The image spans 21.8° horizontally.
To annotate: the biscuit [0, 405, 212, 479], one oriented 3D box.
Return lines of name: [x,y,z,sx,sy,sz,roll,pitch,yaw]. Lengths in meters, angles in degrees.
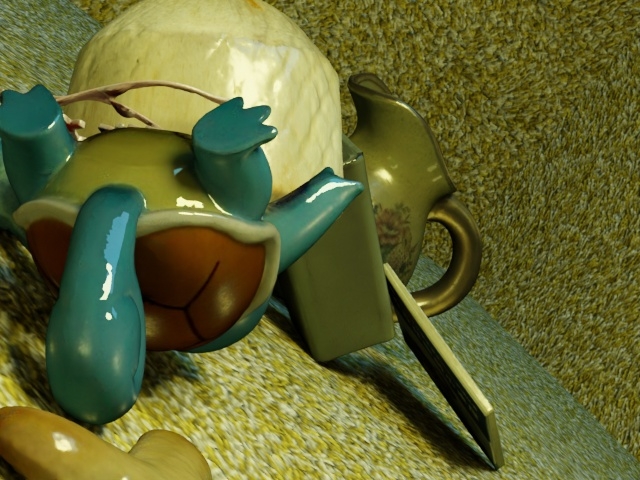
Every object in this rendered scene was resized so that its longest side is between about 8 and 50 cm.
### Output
biscuit: [-0.105,0.167,1.046,0.164,0.047,0.208,41,7,25]

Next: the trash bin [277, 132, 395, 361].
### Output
trash bin: [0.000,0.000,1.981,0.164,0.122,0.240,-126,-160,-64]

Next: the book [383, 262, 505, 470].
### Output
book: [0.155,0.165,2.081,0.228,0.018,0.322,54,-4,21]

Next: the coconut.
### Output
coconut: [-0.126,-0.081,1.688,0.329,0.329,0.329,39,7,-5]

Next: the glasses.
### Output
glasses: [-0.171,-0.108,1.473,0.255,0.095,0.162,14,-4,9]

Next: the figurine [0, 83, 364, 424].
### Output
figurine: [-0.121,-0.008,1.306,0.298,0.243,0.416,-4,5,8]

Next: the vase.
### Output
vase: [0.081,-0.021,2.239,0.329,0.302,0.241,38,6,-23]

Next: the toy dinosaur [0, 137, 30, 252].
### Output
toy dinosaur: [-0.285,-0.060,1.475,0.144,0.076,0.329,48,3,-47]
